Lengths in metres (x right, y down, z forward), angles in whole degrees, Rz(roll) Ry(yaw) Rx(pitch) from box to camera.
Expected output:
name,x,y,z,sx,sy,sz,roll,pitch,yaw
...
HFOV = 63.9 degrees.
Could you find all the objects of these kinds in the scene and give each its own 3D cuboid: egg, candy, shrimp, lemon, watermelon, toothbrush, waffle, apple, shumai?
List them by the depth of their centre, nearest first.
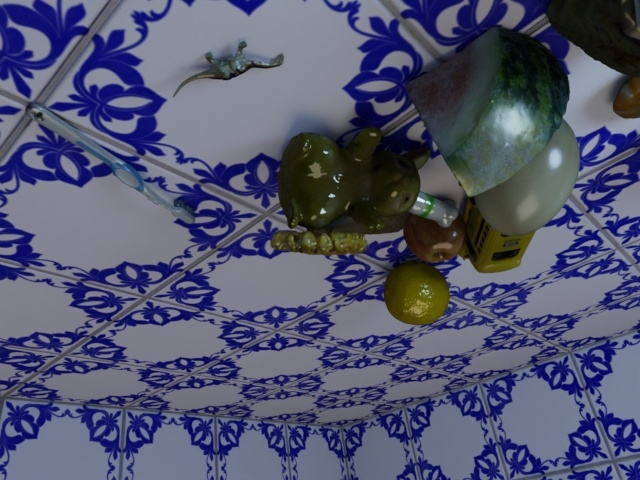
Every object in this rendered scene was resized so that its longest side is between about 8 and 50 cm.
name,x,y,z,sx,sy,sz,roll,pitch,yaw
shumai,0.470,-0.349,0.710,0.255,0.189,0.218,18,119,-28
watermelon,0.276,-0.208,0.858,0.193,0.231,0.310,37,81,-48
shrimp,0.673,-0.300,0.911,0.287,0.063,0.152,-25,148,30
toothbrush,-0.365,-0.125,0.949,0.040,0.040,0.386,-22,146,21
egg,0.379,-0.128,0.959,0.185,0.242,0.186,14,178,0
waffle,0.000,0.004,0.962,0.148,0.051,0.194,3,-176,40
candy,0.080,-0.069,1.098,0.233,0.102,0.104,-5,150,-2
apple,0.270,-0.016,1.199,0.146,0.131,0.146,0,145,0
lemon,0.272,0.148,1.434,0.202,0.179,0.178,5,146,-20

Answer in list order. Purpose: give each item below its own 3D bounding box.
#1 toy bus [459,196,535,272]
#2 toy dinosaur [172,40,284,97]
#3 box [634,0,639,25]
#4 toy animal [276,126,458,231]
name,x,y,z,sx,sy,sz,roll,pitch,yaw
toy bus,0.412,-0.030,1.201,0.144,0.151,0.331,-11,149,-1
toy dinosaur,-0.145,-0.265,0.778,0.180,0.037,0.058,-11,144,2
box,0.427,-0.382,0.569,0.149,0.234,0.067,-13,-169,6
toy animal,0.100,-0.110,0.953,0.362,0.181,0.180,0,-177,-5
